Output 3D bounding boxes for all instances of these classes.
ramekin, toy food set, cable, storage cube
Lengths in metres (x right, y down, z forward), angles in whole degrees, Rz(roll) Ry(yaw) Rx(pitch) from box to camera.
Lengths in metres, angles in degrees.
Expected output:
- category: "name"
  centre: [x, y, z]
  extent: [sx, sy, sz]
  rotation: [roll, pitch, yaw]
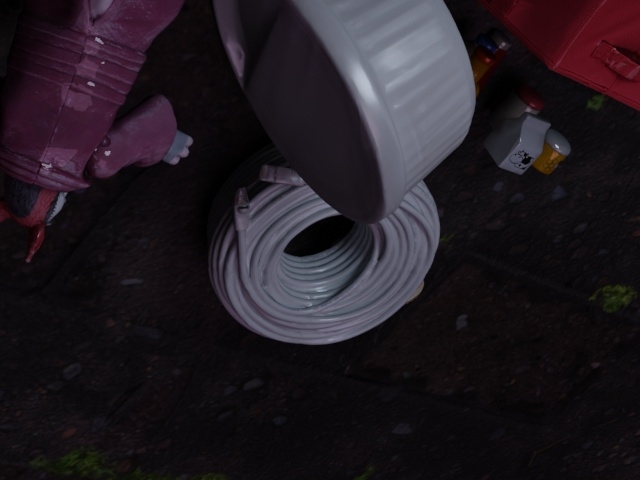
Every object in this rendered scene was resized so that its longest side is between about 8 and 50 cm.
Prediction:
- category: "ramekin"
  centre: [0.026, -0.162, 1.352]
  extent: [0.127, 0.273, 0.273]
  rotation: [-33, 146, -16]
- category: "toy food set"
  centre: [0.195, -0.153, 1.590]
  extent: [0.232, 0.111, 0.104]
  rotation: [15, 126, -41]
- category: "cable"
  centre: [0.000, 0.000, 1.631]
  extent: [0.257, 0.089, 0.257]
  rotation: [-1, 130, -23]
- category: "storage cube"
  centre: [0.274, -0.266, 1.432]
  extent: [0.184, 0.215, 0.193]
  rotation: [16, 119, -44]

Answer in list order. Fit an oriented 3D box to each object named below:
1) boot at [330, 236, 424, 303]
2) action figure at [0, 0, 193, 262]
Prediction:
- category: "boot"
  centre: [0.065, 0.034, 1.780]
  extent: [0.158, 0.059, 0.084]
  rotation: [0, 130, -33]
- category: "action figure"
  centre: [-0.178, -0.151, 1.190]
  extent: [0.248, 0.276, 0.370]
  rotation: [15, 99, -19]
